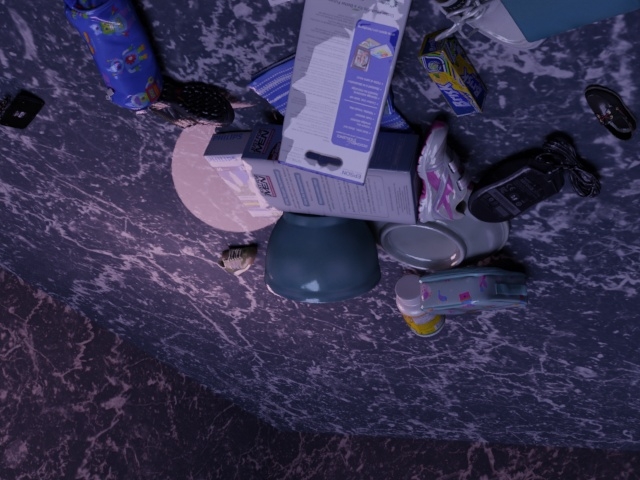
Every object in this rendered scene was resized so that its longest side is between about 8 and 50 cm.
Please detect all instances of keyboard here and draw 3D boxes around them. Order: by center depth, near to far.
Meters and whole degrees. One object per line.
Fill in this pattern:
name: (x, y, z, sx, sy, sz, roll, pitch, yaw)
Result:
keyboard: (-0.799, -0.349, 1.896, 0.100, 0.038, 0.192, 9, 160, -37)

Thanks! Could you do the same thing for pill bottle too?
pill bottle: (0.289, 0.189, 2.123, 0.117, 0.118, 0.208, 2, 148, 26)

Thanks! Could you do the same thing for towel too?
towel: (0.034, -0.269, 1.545, 0.243, 0.040, 0.336, -13, 139, 42)

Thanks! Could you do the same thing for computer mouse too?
computer mouse: (0.441, -0.124, 1.549, 0.272, 0.072, 0.188, -26, 128, 36)

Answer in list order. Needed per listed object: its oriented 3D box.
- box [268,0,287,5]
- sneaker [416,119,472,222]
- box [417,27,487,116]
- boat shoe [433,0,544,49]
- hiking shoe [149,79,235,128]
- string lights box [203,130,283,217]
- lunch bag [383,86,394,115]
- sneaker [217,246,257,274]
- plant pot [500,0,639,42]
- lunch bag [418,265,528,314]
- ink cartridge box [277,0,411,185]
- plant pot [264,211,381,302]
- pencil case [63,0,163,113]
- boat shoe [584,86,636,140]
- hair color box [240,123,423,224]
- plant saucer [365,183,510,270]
box: (-0.053, -0.481, 1.098, 0.114, 0.103, 0.203, -3, 128, 34)
sneaker: (0.269, -0.144, 1.538, 0.111, 0.103, 0.252, 7, 135, 17)
box: (0.247, -0.306, 1.337, 0.054, 0.059, 0.169, -5, 144, 39)
boat shoe: (0.215, -0.386, 1.113, 0.367, 0.156, 0.136, 34, 148, -27)
hiking shoe: (-0.294, -0.302, 1.649, 0.226, 0.086, 0.114, 18, 166, 11)
string lights box: (-0.164, -0.161, 1.806, 0.133, 0.077, 0.260, 1, 147, 29)
lunch bag: (0.065, -0.309, 1.369, 0.128, 0.096, 0.151, -11, 127, 13)
sneaker: (-0.267, 0.057, 2.259, 0.086, 0.064, 0.192, 21, 155, -17)
plant pot: (0.302, -0.413, 0.954, 0.165, 0.166, 0.234, -9, 155, 39)
lunch bag: (0.406, 0.129, 1.878, 0.224, 0.108, 0.279, -15, 166, 40)
ink cartridge box: (0.040, -0.291, 1.296, 0.175, 0.069, 0.371, 15, 119, 4)
plant pot: (0.000, 0.000, 1.766, 0.293, 0.293, 0.196, 6, 115, 21)
pencil case: (-0.420, -0.400, 1.477, 0.119, 0.133, 0.306, 42, 161, 27)
boat shoe: (0.533, -0.233, 1.326, 0.133, 0.042, 0.049, 34, 150, -25)
hair color box: (0.032, -0.148, 1.602, 0.374, 0.114, 0.185, 6, 146, 17)
plant saucer: (0.261, -0.020, 1.793, 0.400, 0.101, 0.400, 13, 151, 7)
